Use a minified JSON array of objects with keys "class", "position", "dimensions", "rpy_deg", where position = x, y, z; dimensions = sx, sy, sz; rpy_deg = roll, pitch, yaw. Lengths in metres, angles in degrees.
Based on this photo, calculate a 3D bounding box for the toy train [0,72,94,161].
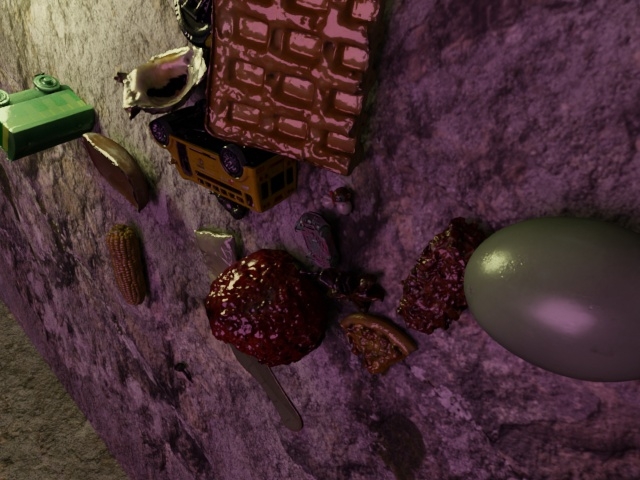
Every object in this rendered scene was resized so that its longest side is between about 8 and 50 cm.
[{"class":"toy train","position":[-0.824,-0.362,1.533],"dimensions":[0.202,0.301,0.120],"rpy_deg":[43,134,8]}]

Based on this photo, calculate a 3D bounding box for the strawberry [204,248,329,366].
[{"class":"strawberry","position":[-0.132,0.159,1.164],"dimensions":[0.274,0.220,0.274],"rpy_deg":[21,121,40]}]

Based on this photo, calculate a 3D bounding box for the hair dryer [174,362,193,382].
[{"class":"hair dryer","position":[-0.457,0.447,1.779],"dimensions":[0.083,0.031,0.079],"rpy_deg":[55,149,-3]}]

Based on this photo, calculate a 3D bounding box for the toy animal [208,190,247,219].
[{"class":"toy animal","position":[-0.222,-0.105,1.246],"dimensions":[0.136,0.047,0.065],"rpy_deg":[44,143,12]}]

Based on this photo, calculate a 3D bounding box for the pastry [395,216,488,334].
[{"class":"pastry","position":[0.204,0.063,0.871],"dimensions":[0.115,0.097,0.208],"rpy_deg":[36,130,21]}]

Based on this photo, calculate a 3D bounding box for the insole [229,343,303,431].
[{"class":"insole","position":[-0.159,0.372,1.454],"dimensions":[0.348,0.009,0.119],"rpy_deg":[54,137,10]}]

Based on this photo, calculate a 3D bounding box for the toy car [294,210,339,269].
[{"class":"toy car","position":[0.000,0.000,1.073],"dimensions":[0.069,0.055,0.142],"rpy_deg":[18,142,35]}]

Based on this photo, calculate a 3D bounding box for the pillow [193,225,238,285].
[{"class":"pillow","position":[-0.248,0.080,1.366],"dimensions":[0.148,0.050,0.229],"rpy_deg":[14,122,45]}]

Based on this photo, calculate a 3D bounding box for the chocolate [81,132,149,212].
[{"class":"chocolate","position":[-0.565,-0.208,1.508],"dimensions":[0.261,0.083,0.161],"rpy_deg":[40,150,24]}]

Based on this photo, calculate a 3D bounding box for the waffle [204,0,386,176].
[{"class":"waffle","position":[-0.052,-0.303,0.884],"dimensions":[0.304,0.077,0.348],"rpy_deg":[20,125,13]}]

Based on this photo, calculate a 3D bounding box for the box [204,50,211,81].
[{"class":"box","position":[-0.197,-0.365,1.103],"dimensions":[0.126,0.027,0.125],"rpy_deg":[40,133,23]}]

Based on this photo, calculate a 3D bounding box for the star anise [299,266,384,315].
[{"class":"star anise","position":[0.038,0.086,1.063],"dimensions":[0.191,0.070,0.097],"rpy_deg":[10,148,20]}]

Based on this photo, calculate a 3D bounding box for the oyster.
[{"class":"oyster","position":[-0.343,-0.341,1.161],"dimensions":[0.275,0.271,0.100],"rpy_deg":[-15,126,13]}]

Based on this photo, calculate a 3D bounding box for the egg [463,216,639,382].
[{"class":"egg","position":[0.322,0.071,0.680],"dimensions":[0.283,0.203,0.202],"rpy_deg":[10,117,37]}]

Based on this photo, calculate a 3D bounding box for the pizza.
[{"class":"pizza","position":[0.114,0.216,1.076],"dimensions":[0.175,0.046,0.134],"rpy_deg":[8,115,42]}]

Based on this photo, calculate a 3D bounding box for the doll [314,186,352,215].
[{"class":"doll","position":[0.027,-0.079,1.022],"dimensions":[0.085,0.040,0.058],"rpy_deg":[21,134,36]}]

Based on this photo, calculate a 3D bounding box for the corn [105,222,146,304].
[{"class":"corn","position":[-0.612,0.081,1.694],"dimensions":[0.101,0.101,0.291],"rpy_deg":[21,127,37]}]

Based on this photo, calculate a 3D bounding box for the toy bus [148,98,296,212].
[{"class":"toy bus","position":[-0.210,-0.182,1.121],"dimensions":[0.331,0.145,0.151],"rpy_deg":[25,135,32]}]

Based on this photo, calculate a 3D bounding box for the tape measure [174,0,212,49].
[{"class":"tape measure","position":[-0.188,-0.441,0.982],"dimensions":[0.199,0.112,0.186],"rpy_deg":[44,126,26]}]
